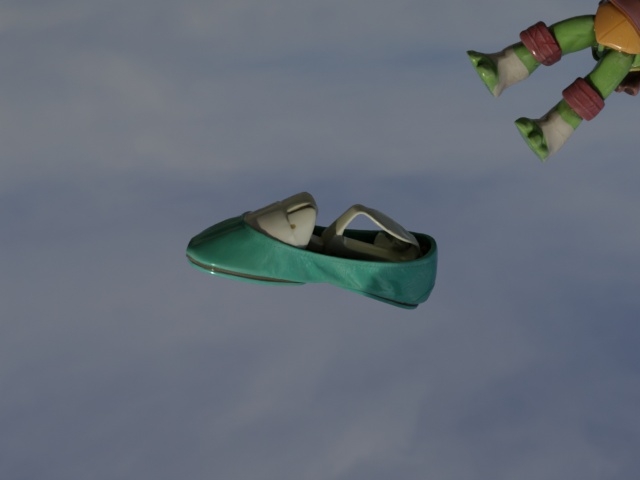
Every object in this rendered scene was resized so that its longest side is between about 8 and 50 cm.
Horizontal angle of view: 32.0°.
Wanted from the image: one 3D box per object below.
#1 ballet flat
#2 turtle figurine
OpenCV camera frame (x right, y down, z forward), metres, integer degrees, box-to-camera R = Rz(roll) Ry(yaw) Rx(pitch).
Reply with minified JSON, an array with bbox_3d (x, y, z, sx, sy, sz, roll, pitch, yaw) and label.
[{"bbox_3d":[0.000,0.000,1.019,0.247,0.087,0.083,11,-158,-24],"label":"ballet flat"},{"bbox_3d":[0.288,-0.211,1.092,0.266,0.198,0.275,-35,-161,9],"label":"turtle figurine"}]
